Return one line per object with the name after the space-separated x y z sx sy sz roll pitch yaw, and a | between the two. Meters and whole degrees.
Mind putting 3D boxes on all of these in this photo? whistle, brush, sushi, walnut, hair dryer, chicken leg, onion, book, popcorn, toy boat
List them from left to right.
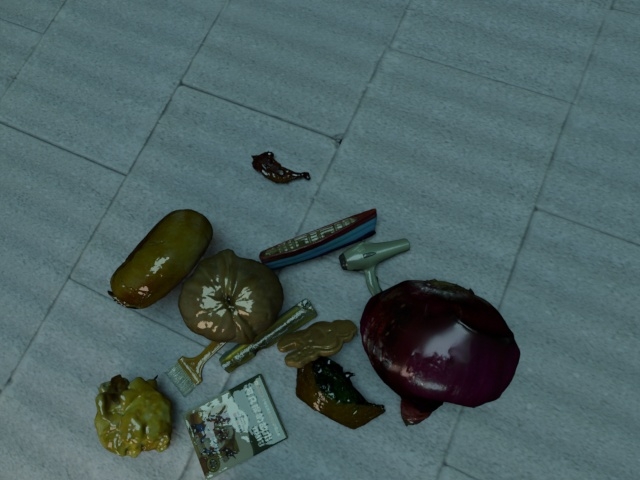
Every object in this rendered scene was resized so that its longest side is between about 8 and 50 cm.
-0.545 0.510 1.279 0.190 0.191 0.254 -47 70 29 | popcorn
-0.352 0.351 1.382 0.272 0.013 0.103 -44 75 -7 | brush
-0.257 0.166 1.289 0.296 0.285 0.286 -14 73 -8 | walnut
-0.253 0.546 1.309 0.264 0.027 0.202 -27 73 -1 | book
-0.159 0.288 1.352 0.326 0.057 0.068 -34 73 -3 | whistle
-0.142 -0.238 1.498 0.219 0.048 0.090 29 83 14 | chicken leg
0.000 0.000 1.388 0.391 0.136 0.080 -19 107 -2 | toy boat
0.041 0.422 1.243 0.287 0.149 0.140 26 76 19 | sushi
0.197 0.082 1.365 0.218 0.088 0.225 -36 87 -7 | hair dryer
0.276 0.319 1.158 0.398 0.398 0.421 21 102 12 | onion

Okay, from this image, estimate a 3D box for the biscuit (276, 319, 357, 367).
-0.005 0.290 1.298 0.236 0.040 0.144 -21 35 -14 | biscuit

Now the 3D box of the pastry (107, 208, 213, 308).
-0.469 0.051 1.320 0.164 0.356 0.356 45 83 -15 | pastry
